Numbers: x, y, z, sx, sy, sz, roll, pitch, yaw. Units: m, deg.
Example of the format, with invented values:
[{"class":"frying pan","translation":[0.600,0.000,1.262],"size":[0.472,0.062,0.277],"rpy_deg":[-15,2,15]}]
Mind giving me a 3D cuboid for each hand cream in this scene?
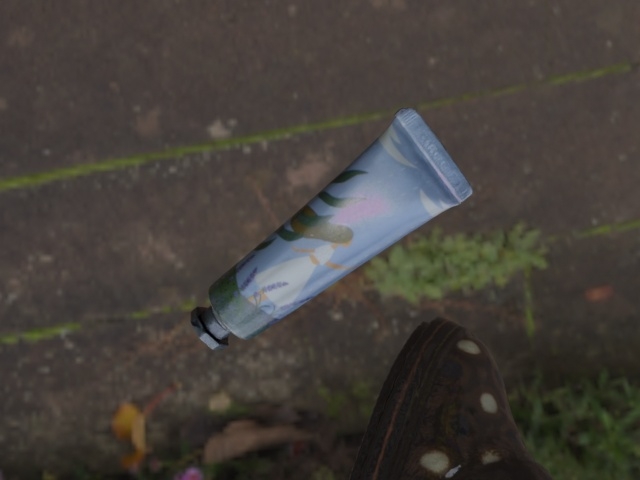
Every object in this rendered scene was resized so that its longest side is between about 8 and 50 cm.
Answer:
[{"class":"hand cream","translation":[0.000,0.000,1.256],"size":[0.256,0.088,0.055],"rpy_deg":[-37,173,16]}]

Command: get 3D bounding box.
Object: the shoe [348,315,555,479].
[{"class":"shoe","translation":[0.150,0.258,1.536],"size":[0.237,0.384,0.171],"rpy_deg":[16,140,8]}]
